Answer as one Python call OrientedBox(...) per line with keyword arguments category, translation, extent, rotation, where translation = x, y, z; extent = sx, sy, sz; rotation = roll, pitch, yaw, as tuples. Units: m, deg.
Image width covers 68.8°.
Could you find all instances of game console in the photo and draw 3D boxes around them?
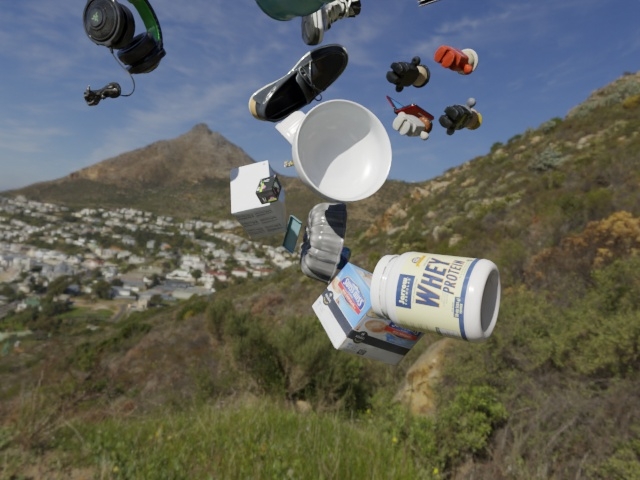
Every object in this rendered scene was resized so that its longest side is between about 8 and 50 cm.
OrientedBox(category="game console", translation=(0.324, -0.479, 1.683), extent=(0.124, 0.086, 0.143), rotation=(-8, -14, 43))

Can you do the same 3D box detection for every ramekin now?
OrientedBox(category="ramekin", translation=(-0.058, -0.376, 1.714), extent=(0.207, 0.109, 0.207), rotation=(46, 5, -6))

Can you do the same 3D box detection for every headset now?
OrientedBox(category="headset", translation=(-0.584, -0.569, 1.349), extent=(0.185, 0.395, 0.243), rotation=(-14, -26, 21))

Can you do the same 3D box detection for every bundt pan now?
OrientedBox(category="bundt pan", translation=(0.000, 0.000, 1.809), extent=(0.124, 0.331, 0.331), rotation=(12, 0, -8))

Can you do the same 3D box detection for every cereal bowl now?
OrientedBox(category="cereal bowl", translation=(0.059, -0.284, 1.563), extent=(0.338, 0.340, 0.141), rotation=(5, -6, -19))

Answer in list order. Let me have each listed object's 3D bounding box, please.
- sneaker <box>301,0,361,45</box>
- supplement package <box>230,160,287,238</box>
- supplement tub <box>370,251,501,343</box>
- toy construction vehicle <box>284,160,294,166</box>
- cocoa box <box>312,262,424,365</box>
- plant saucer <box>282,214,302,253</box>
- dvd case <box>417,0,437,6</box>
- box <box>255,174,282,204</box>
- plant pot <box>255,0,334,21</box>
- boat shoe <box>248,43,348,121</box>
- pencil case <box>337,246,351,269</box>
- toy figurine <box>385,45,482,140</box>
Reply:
OrientedBox(category="sneaker", translation=(0.055, -0.974, 1.954), extent=(0.257, 0.448, 0.169), rotation=(5, -32, -10))
OrientedBox(category="supplement package", translation=(-0.225, -0.146, 1.724), extent=(0.149, 0.194, 0.203), rotation=(-12, -29, 9))
OrientedBox(category="supplement tub", translation=(0.334, 0.157, 1.367), extent=(0.324, 0.236, 0.235), rotation=(6, 1, 35))
OrientedBox(category="toy construction vehicle", translation=(-0.110, -0.361, 2.139), extent=(0.098, 0.035, 0.086), rotation=(-8, 6, 21))
OrientedBox(category="cocoa box", translation=(0.193, 0.277, 1.730), extent=(0.347, 0.228, 0.231), rotation=(26, 19, -38))
OrientedBox(category="plant saucer", translation=(-0.123, -0.027, 2.067), extent=(0.067, 0.192, 0.018), rotation=(37, 46, 18))
OrientedBox(category="dvd case", translation=(0.364, -0.659, 1.165), extent=(0.221, 0.165, 0.018), rotation=(-3, -43, 32))
OrientedBox(category="box", translation=(-0.169, -0.166, 1.528), extent=(0.062, 0.052, 0.083), rotation=(-13, 37, 18))
OrientedBox(category="plant pot", translation=(-0.056, -0.869, 1.531), extent=(0.271, 0.272, 0.255), rotation=(5, 16, -43))
OrientedBox(category="boat shoe", translation=(-0.076, -0.667, 2.015), extent=(0.499, 0.187, 0.156), rotation=(-34, 40, -6))
OrientedBox(category="pencil case", translation=(0.094, 0.074, 2.024), extent=(0.064, 0.070, 0.152), rotation=(-18, 10, 13))
OrientedBox(category="toy figurine", translation=(0.284, -0.359, 1.155), extent=(0.212, 0.210, 0.148), rotation=(-4, 8, 43))
